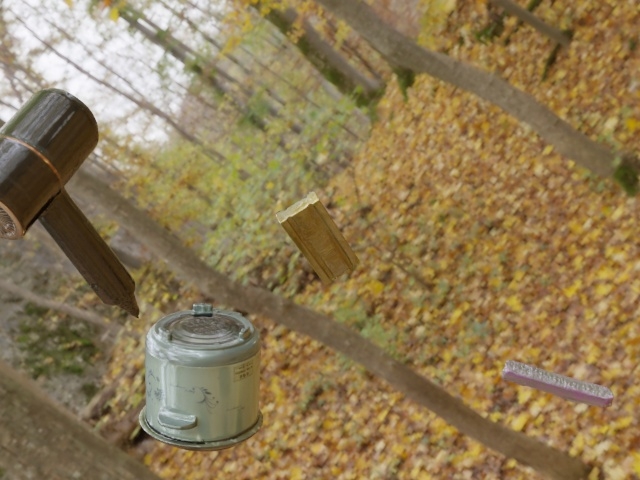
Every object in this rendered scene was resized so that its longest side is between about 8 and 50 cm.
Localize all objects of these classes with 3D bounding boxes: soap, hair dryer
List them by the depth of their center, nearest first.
[{"bbox_3d":[-0.324,-0.020,1.106,0.189,0.107,0.352,-62,-36,-32],"label":"hair dryer"},{"bbox_3d":[0.000,0.001,1.675,0.092,0.037,0.252,-31,-41,3],"label":"soap"}]

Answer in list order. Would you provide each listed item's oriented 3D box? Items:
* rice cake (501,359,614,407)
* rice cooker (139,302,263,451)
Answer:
[{"bbox_3d":[0.440,0.266,1.509,0.047,0.207,0.036,86,-158,-65],"label":"rice cake"},{"bbox_3d":[-0.249,0.305,1.728,0.317,0.264,0.316,8,-90,-75],"label":"rice cooker"}]
